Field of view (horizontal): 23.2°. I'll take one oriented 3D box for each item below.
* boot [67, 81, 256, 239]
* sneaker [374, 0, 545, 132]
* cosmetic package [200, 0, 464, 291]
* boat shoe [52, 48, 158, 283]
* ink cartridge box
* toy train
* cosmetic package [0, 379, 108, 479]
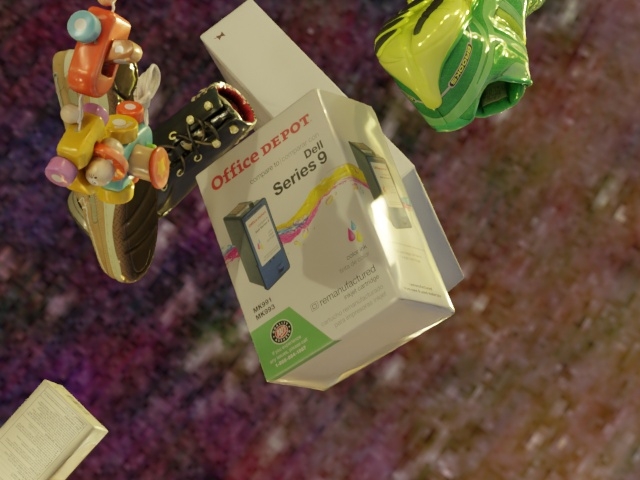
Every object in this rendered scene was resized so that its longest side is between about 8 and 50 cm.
[{"bbox_3d":[-0.164,-0.083,1.642,0.178,0.085,0.236,-41,-176,15],"label":"boot"},{"bbox_3d":[0.136,-0.176,1.409,0.295,0.109,0.123,-44,113,-54],"label":"sneaker"},{"bbox_3d":[0.017,-0.108,2.047,0.097,0.377,0.284,-39,146,-3],"label":"cosmetic package"},{"bbox_3d":[-0.174,-0.060,1.222,0.068,0.072,0.190,-38,128,-65],"label":"boat shoe"},{"bbox_3d":[0.000,0.000,1.349,0.154,0.212,0.093,-33,152,28],"label":"ink cartridge box"},{"bbox_3d":[-0.124,-0.084,1.001,0.166,0.046,0.125,42,66,-76],"label":"toy train"},{"bbox_3d":[-0.229,0.172,1.227,0.115,0.060,0.041,-47,165,-2],"label":"cosmetic package"}]
